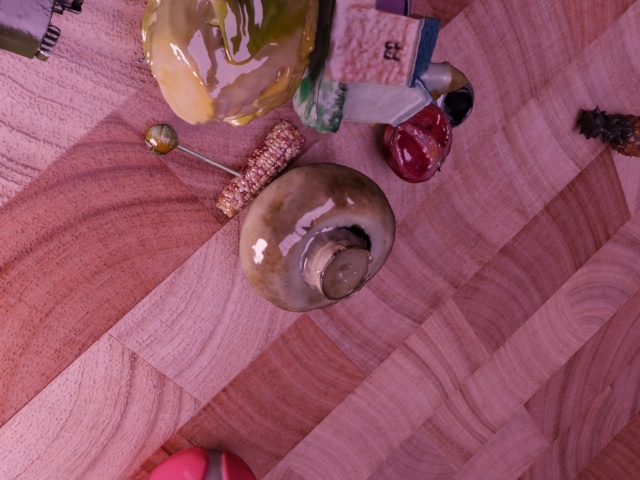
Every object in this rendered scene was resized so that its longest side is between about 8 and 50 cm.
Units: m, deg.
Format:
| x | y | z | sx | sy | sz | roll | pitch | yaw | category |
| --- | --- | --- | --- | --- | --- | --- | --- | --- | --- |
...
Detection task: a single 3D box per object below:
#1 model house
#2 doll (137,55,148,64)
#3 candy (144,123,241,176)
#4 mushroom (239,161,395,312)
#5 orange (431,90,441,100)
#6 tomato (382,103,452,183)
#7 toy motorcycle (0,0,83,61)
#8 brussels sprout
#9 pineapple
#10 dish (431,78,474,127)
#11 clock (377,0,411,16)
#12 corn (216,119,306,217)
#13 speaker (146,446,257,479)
| x | y | z | sx | sy | sz | roll | pitch | yaw | category |
| --- | --- | --- | --- | --- | --- | --- | --- | --- | --- |
| 0.132 | -0.345 | 1.174 | 0.325 | 0.194 | 0.267 | 4 | 113 | -18 | model house |
| -0.278 | -0.337 | 1.080 | 0.114 | 0.039 | 0.057 | -19 | 126 | -24 | doll |
| -0.245 | -0.167 | 1.156 | 0.203 | 0.061 | 0.061 | 24 | 99 | -28 | candy |
| 0.000 | 0.000 | 1.248 | 0.352 | 0.260 | 0.352 | -18 | 126 | -25 | mushroom |
| 0.237 | -0.354 | 1.331 | 0.095 | 0.085 | 0.085 | -14 | 118 | -29 | orange |
| 0.210 | -0.227 | 1.370 | 0.173 | 0.099 | 0.189 | 45 | 70 | -28 | tomato |
| -0.482 | -0.364 | 0.911 | 0.205 | 0.127 | 0.275 | 13 | 98 | -34 | toy motorcycle |
| -0.143 | -0.360 | 0.989 | 0.344 | 0.268 | 0.343 | 6 | 78 | -31 | brussels sprout |
| 0.840 | -0.311 | 1.671 | 0.248 | 0.128 | 0.128 | 8 | 108 | -27 | pineapple |
| 0.325 | -0.325 | 1.399 | 0.141 | 0.078 | 0.141 | -12 | 118 | -24 | dish |
| 0.134 | -0.451 | 1.250 | 0.110 | 0.050 | 0.152 | -14 | 118 | -23 | clock |
| -0.125 | -0.147 | 1.231 | 0.237 | 0.079 | 0.079 | -49 | 126 | 0 | corn |
| -0.293 | 0.631 | 1.385 | 0.295 | 0.294 | 0.294 | -12 | 117 | -24 | speaker |
